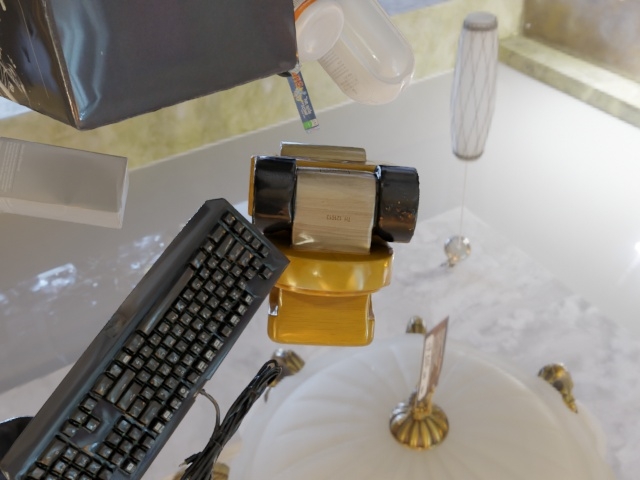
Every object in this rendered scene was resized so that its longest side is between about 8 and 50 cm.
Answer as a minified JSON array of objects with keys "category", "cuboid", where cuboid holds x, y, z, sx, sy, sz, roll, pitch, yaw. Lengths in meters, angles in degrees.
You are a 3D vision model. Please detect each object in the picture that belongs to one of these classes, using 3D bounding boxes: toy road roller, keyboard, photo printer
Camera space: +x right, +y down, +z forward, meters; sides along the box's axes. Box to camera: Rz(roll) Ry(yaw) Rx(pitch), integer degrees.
[{"category":"toy road roller","cuboid":[0.000,0.000,0.874,0.203,0.240,0.329,4,-166,-5]},{"category":"keyboard","cuboid":[-0.127,0.135,0.619,0.033,0.201,0.317,8,-122,51]},{"category":"photo printer","cuboid":[0.041,-0.382,1.175,0.107,0.307,0.256,-42,-169,-3]}]

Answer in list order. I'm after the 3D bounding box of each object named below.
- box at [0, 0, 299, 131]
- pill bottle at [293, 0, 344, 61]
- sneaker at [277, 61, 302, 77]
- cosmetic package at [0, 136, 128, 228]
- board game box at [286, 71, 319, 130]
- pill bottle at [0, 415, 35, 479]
[{"category":"box","cuboid":[-0.194,-0.286,0.439,0.179,0.343,0.313,-28,-145,-36]},{"category":"pill bottle","cuboid":[-0.049,-0.302,0.820,0.086,0.086,0.152,-31,-117,-29]},{"category":"sneaker","cuboid":[-0.040,-0.366,1.037,0.071,0.190,0.083,16,-154,-33]},{"category":"cosmetic package","cuboid":[-0.428,-0.090,1.016,0.238,0.127,0.107,6,-102,-17]},{"category":"board game box","cuboid":[-0.050,-0.345,1.457,0.035,0.201,0.136,-19,-174,3]},{"category":"pill bottle","cuboid":[-0.366,0.326,0.766,0.123,0.219,0.122,21,-153,-11]}]
